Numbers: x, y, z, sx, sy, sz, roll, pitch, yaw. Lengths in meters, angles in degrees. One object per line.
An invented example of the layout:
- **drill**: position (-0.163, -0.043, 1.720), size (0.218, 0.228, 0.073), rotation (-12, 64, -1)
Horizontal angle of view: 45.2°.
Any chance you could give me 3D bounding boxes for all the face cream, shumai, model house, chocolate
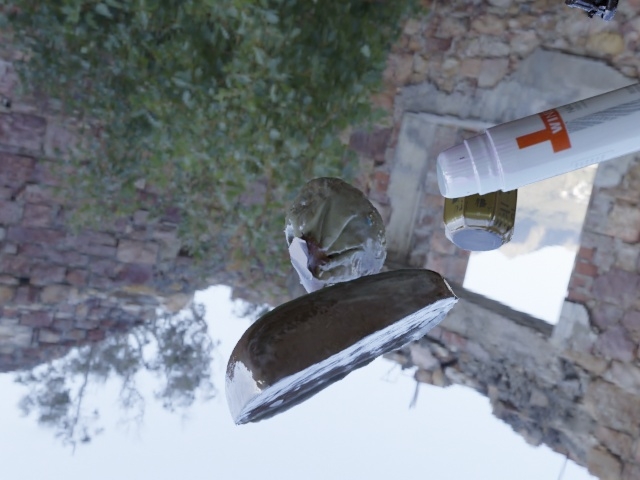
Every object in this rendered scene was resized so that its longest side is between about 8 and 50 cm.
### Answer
- **face cream**: position (0.341, -0.144, 1.136), size (0.346, 0.101, 0.102), rotation (-17, -175, 6)
- **shumai**: position (0.000, 0.000, 1.253), size (0.201, 0.201, 0.120), rotation (16, -159, 33)
- **model house**: position (0.537, -0.551, 1.586), size (0.164, 0.141, 0.203), rotation (14, -151, 9)
- **chocolate**: position (0.013, 0.090, 0.776), size (0.254, 0.080, 0.157), rotation (-22, 159, -25)

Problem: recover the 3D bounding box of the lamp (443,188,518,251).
- **lamp**: position (0.340, -0.080, 1.627), size (0.161, 0.185, 0.161), rotation (11, 154, 5)
